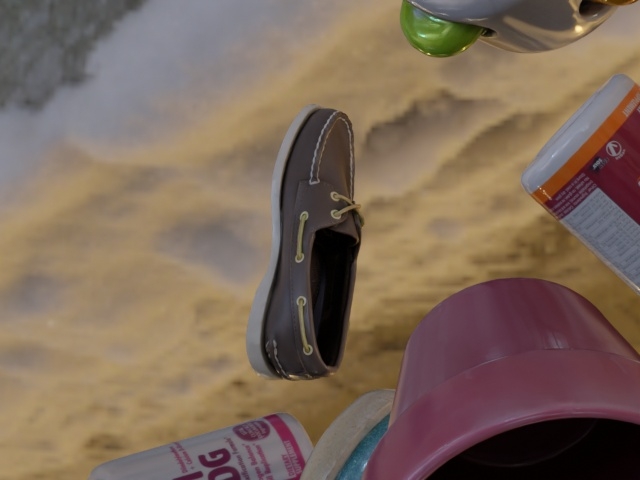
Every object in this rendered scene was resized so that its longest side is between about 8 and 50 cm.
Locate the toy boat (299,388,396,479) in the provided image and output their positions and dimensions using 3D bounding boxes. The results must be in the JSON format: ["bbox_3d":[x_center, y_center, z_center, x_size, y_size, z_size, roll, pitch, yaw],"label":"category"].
[{"bbox_3d":[0.120,0.239,1.585,0.318,0.148,0.267,-21,124,-31],"label":"toy boat"}]

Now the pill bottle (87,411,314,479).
[{"bbox_3d":[-0.142,0.284,1.762,0.283,0.160,0.160,-15,160,-18],"label":"pill bottle"}]

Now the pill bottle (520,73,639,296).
[{"bbox_3d":[0.273,-0.015,1.358,0.221,0.121,0.121,42,148,0],"label":"pill bottle"}]

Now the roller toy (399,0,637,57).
[{"bbox_3d":[0.156,-0.250,1.370,0.209,0.191,0.146,-22,158,31],"label":"roller toy"}]

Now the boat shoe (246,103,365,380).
[{"bbox_3d":[0.000,0.000,1.962,0.097,0.324,0.116,-1,160,36],"label":"boat shoe"}]

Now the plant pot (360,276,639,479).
[{"bbox_3d":[0.114,0.120,0.940,0.201,0.180,0.201,-1,120,-2],"label":"plant pot"}]
